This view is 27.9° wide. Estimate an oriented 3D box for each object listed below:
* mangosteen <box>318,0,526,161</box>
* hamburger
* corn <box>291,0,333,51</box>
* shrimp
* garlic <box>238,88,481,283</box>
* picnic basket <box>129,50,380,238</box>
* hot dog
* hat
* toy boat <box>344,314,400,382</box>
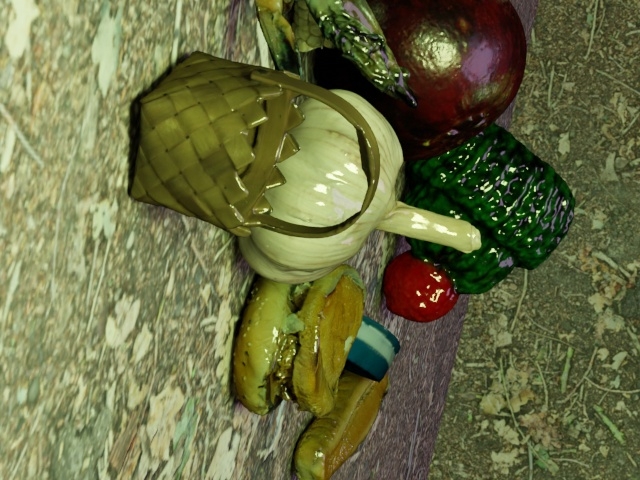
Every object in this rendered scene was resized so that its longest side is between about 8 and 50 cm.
[{"bbox_3d":[0.091,-0.221,1.397,0.261,0.235,0.235,61,6,14],"label":"mangosteen"},{"bbox_3d":[-0.027,0.094,1.359,0.177,0.113,0.185,-41,134,-59],"label":"hamburger"},{"bbox_3d":[0.017,-0.275,1.227,0.087,0.087,0.211,-58,155,-54],"label":"corn"},{"bbox_3d":[0.009,-0.163,1.147,0.262,0.051,0.198,50,38,-36],"label":"shrimp"},{"bbox_3d":[0.045,-0.026,1.248,0.199,0.226,0.199,-156,-90,-87],"label":"garlic"},{"bbox_3d":[-0.040,-0.069,0.980,0.138,0.178,0.128,-58,157,-55],"label":"picnic basket"},{"bbox_3d":[0.029,0.246,1.795,0.289,0.068,0.083,-46,123,-58],"label":"hot dog"},{"bbox_3d":[0.215,-0.015,2.008,0.332,0.274,0.242,-52,177,1],"label":"hat"},{"bbox_3d":[0.040,0.133,1.681,0.061,0.096,0.299,-66,163,-8],"label":"toy boat"}]
